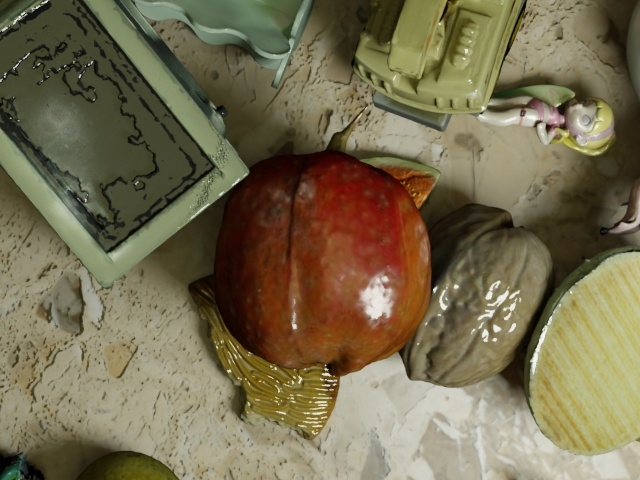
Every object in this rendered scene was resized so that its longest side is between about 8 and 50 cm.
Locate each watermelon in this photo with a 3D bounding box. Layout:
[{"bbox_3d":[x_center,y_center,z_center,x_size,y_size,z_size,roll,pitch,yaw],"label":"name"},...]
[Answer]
[{"bbox_3d":[0.085,-0.030,1.521,0.125,0.094,0.135,2,96,-21],"label":"watermelon"}]

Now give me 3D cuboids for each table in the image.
[{"bbox_3d":[-0.109,-0.287,1.447,0.198,0.166,0.166,22,91,-2],"label":"table"}]

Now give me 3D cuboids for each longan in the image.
[{"bbox_3d":[-0.224,0.324,1.465,0.155,0.176,0.145,46,102,5],"label":"longan"}]

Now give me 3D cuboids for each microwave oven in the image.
[{"bbox_3d":[-0.259,-0.158,1.362,0.218,0.286,0.355,-40,98,-4],"label":"microwave oven"}]

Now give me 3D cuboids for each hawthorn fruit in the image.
[{"bbox_3d":[-0.002,0.024,1.411,0.258,0.258,0.262,-27,105,-6],"label":"hawthorn fruit"}]

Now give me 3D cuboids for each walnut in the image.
[{"bbox_3d":[0.174,0.073,1.508,0.178,0.178,0.230,34,95,-10],"label":"walnut"}]

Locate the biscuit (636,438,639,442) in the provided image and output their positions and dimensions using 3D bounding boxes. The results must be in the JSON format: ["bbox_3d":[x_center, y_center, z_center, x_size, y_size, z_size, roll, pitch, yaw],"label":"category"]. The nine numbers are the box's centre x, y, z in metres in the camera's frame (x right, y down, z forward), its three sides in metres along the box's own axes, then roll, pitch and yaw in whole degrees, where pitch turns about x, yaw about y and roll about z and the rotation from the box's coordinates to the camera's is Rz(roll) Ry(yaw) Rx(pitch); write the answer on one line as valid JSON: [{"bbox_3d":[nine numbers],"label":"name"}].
[{"bbox_3d":[0.533,0.148,1.619,0.237,0.062,0.290,20,92,-9],"label":"biscuit"}]

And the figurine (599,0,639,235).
[{"bbox_3d":[0.454,-0.169,1.482,0.211,0.253,0.361,10,89,4],"label":"figurine"}]

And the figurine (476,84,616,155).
[{"bbox_3d":[0.275,-0.146,1.552,0.187,0.083,0.083,5,94,-8],"label":"figurine"}]

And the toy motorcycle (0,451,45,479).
[{"bbox_3d":[-0.375,0.329,1.500,0.100,0.058,0.173,0,93,-1],"label":"toy motorcycle"}]

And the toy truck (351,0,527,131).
[{"bbox_3d":[0.167,-0.333,1.428,0.181,0.254,0.405,22,90,7],"label":"toy truck"}]

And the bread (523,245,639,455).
[{"bbox_3d":[0.344,0.130,1.508,0.267,0.040,0.267,-9,110,-27],"label":"bread"}]

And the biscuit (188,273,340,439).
[{"bbox_3d":[-0.071,0.133,1.541,0.228,0.031,0.176,29,88,-10],"label":"biscuit"}]
